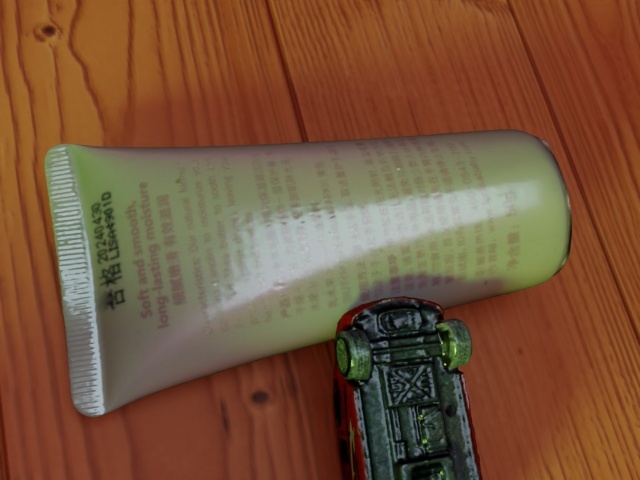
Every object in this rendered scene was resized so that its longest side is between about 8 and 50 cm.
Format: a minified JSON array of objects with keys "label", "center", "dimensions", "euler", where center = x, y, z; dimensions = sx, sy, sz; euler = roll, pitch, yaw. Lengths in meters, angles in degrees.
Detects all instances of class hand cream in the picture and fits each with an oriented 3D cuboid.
[{"label":"hand cream","center":[0.000,0.000,0.515],"dimensions":[0.358,0.118,0.186],"euler":[-8,78,-13]}]

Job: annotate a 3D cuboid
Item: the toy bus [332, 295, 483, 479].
[{"label":"toy bus","center":[0.052,0.136,0.462],"dimensions":[0.081,0.089,0.195],"euler":[-5,79,-18]}]
